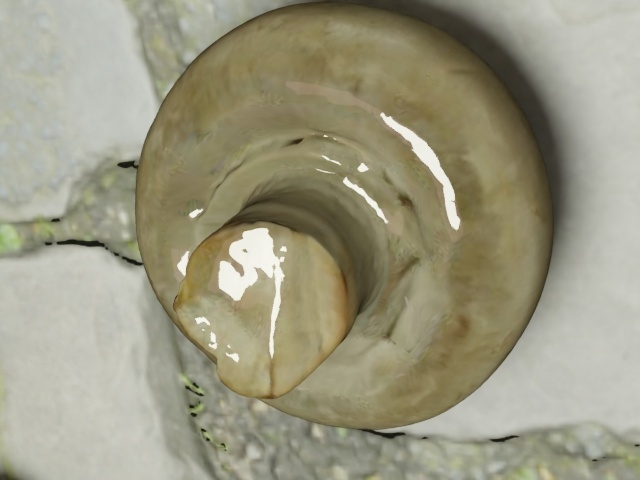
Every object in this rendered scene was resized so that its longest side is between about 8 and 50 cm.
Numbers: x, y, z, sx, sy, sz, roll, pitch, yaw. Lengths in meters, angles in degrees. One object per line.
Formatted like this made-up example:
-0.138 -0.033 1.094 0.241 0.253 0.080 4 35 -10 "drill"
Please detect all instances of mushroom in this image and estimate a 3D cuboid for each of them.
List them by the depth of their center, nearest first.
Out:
0.000 0.000 0.870 0.204 0.204 0.204 8 114 19 "mushroom"
